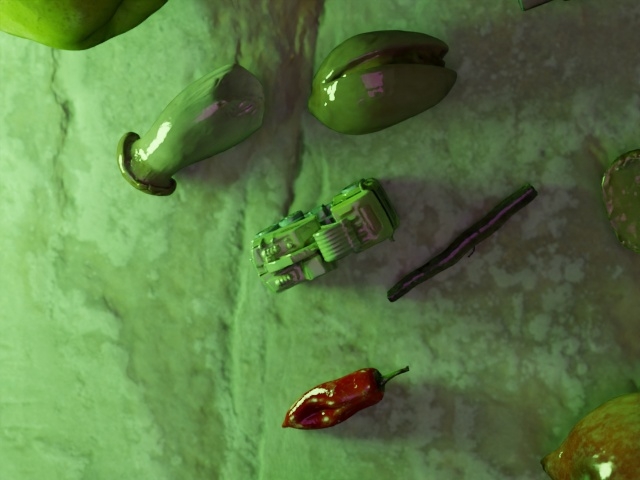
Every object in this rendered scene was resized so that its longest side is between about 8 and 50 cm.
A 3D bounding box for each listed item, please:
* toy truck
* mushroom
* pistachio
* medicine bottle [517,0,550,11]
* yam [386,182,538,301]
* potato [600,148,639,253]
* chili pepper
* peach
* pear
[{"bbox_3d":[0.000,0.000,1.662,0.191,0.116,0.085,-26,98,10],"label":"toy truck"},{"bbox_3d":[-0.158,-0.138,1.668,0.212,0.088,0.097,-39,127,16],"label":"mushroom"},{"bbox_3d":[0.072,-0.193,1.624,0.185,0.124,0.124,-12,99,2],"label":"pistachio"},{"bbox_3d":[0.312,-0.340,1.567,0.188,0.119,0.094,-21,97,9],"label":"medicine bottle"},{"bbox_3d":[0.179,0.007,1.694,0.234,0.029,0.027,-38,68,12],"label":"yam"},{"bbox_3d":[0.425,-0.031,1.649,0.198,0.054,0.119,34,98,-6],"label":"potato"},{"bbox_3d":[0.028,0.203,1.730,0.191,0.050,0.059,-28,113,17],"label":"chili pepper"},{"bbox_3d":[0.395,0.294,1.626,0.257,0.232,0.232,-1,100,16],"label":"peach"},{"bbox_3d":[-0.302,-0.369,1.549,0.294,0.294,0.294,1,100,5],"label":"pear"}]
